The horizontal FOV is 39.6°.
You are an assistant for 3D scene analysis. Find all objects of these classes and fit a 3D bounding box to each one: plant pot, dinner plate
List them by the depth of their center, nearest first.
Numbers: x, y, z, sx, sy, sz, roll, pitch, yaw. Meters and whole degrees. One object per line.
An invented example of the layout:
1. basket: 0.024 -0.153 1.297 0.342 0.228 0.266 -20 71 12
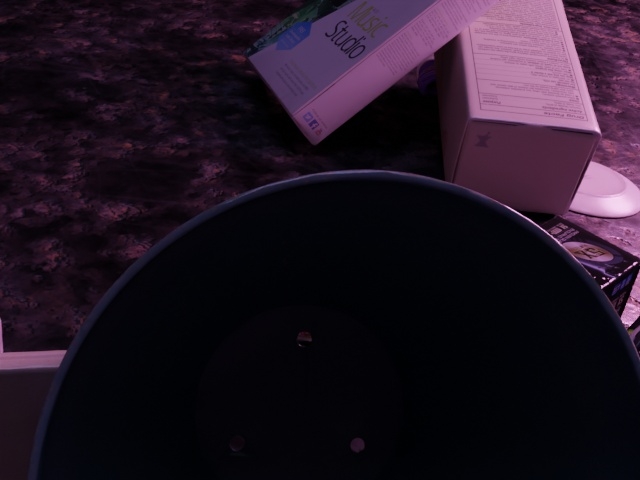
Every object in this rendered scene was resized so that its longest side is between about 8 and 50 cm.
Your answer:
1. plant pot: 0.003 0.113 0.490 0.290 0.290 0.195 3 0 -10
2. dinner plate: 0.316 -0.069 1.057 0.141 0.017 0.141 6 31 -4

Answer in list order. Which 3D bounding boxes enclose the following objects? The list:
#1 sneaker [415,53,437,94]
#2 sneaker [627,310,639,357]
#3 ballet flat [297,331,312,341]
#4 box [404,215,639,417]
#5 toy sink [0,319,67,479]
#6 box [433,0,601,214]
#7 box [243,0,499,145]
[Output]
1. sneaker: 0.211 -0.202 1.213 0.170 0.068 0.071 10 56 1
2. sneaker: 0.316 0.082 0.778 0.234 0.097 0.084 -33 90 -27
3. ballet flat: 0.012 0.044 0.742 0.241 0.077 0.091 4 33 -7
4. box: 0.138 0.083 0.645 0.077 0.147 0.180 33 38 33
5. toy sink: -0.252 0.095 0.523 0.234 0.153 0.131 -1 33 -15
6. box: 0.219 -0.183 1.050 0.148 0.121 0.311 7 45 -2
7. box: 0.069 -0.276 1.087 0.322 0.058 0.232 -37 35 3
